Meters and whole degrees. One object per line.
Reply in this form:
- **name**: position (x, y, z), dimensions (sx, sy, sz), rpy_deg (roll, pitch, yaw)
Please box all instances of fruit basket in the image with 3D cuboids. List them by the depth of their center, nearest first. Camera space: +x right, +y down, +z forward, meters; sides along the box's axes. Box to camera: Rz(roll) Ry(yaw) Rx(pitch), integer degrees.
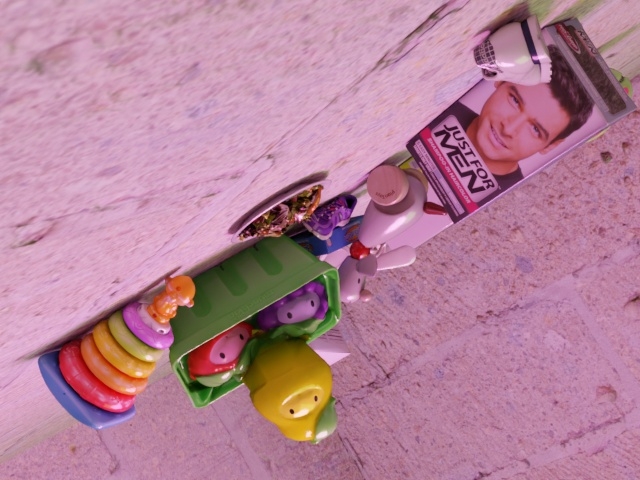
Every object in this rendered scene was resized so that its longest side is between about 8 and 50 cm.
- **fruit basket**: position (-0.099, 0.221, 1.551), dimensions (0.392, 0.392, 0.283), rpy_deg (-30, 150, -15)

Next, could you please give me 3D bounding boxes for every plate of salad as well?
- **plate of salad**: position (-0.061, -0.041, 1.331), dimensions (0.200, 0.048, 0.200), rpy_deg (-31, 175, -3)

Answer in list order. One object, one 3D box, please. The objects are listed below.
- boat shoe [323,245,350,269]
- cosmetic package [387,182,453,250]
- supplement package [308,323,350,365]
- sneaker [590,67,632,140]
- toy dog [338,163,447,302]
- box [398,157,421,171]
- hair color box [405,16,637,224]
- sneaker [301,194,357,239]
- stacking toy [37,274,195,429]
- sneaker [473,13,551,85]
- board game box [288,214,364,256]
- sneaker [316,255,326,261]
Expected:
- **boat shoe**: position (-0.018, 0.088, 2.433), dimensions (0.268, 0.096, 0.088), rpy_deg (-22, 177, -9)
- **cosmetic package**: position (0.362, -0.112, 2.379), dimensions (0.365, 0.155, 0.197), rpy_deg (-36, 175, 30)
- **supplement package**: position (-0.095, 0.212, 1.981), dimensions (0.199, 0.262, 0.198), rpy_deg (-34, 156, 21)
- **sneaker**: position (0.539, -0.287, 1.951), dimensions (0.483, 0.185, 0.202), rpy_deg (-32, -167, 37)
- **toy dog**: position (0.154, -0.004, 1.645), dimensions (0.220, 0.161, 0.333), rpy_deg (-32, 146, -44)
- **box**: position (0.240, -0.175, 1.779), dimensions (0.109, 0.042, 0.178), rpy_deg (-35, 173, 37)
- **hair color box**: position (0.338, -0.199, 1.386), dimensions (0.114, 0.185, 0.374), rpy_deg (-26, 171, -41)
- **sneaker**: position (0.021, -0.058, 1.624), dimensions (0.071, 0.068, 0.170), rpy_deg (-55, 170, 35)
- **stacking toy**: position (-0.328, 0.171, 1.386), dimensions (0.302, 0.175, 0.166), rpy_deg (-47, 169, 9)
- **sneaker**: position (0.275, -0.263, 1.121), dimensions (0.095, 0.090, 0.235), rpy_deg (-20, 174, 18)
- **board game box**: position (0.011, -0.006, 1.753), dimensions (0.160, 0.047, 0.210), rpy_deg (-11, -172, 38)
- **sneaker**: position (0.000, 0.000, 1.963), dimensions (0.178, 0.072, 0.077), rpy_deg (-40, 161, 5)
